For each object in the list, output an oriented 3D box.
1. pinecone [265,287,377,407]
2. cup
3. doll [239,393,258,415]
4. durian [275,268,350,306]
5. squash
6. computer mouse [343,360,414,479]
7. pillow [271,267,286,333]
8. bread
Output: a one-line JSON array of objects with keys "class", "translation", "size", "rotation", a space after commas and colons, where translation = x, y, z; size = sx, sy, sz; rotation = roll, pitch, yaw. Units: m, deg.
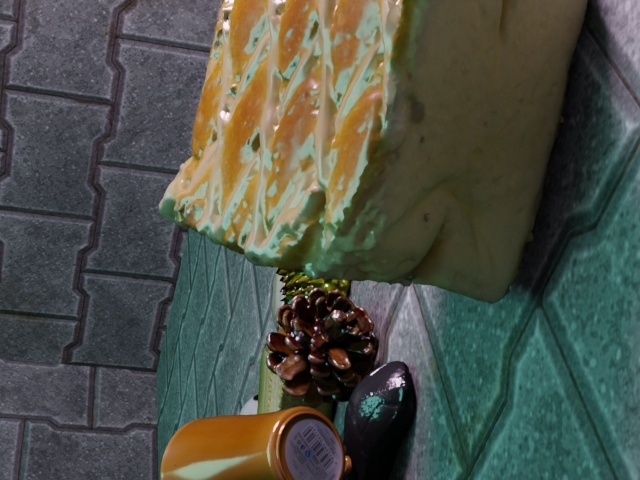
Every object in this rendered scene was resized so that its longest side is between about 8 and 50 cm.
[{"class": "pinecone", "translation": [0.001, 0.165, 1.646], "size": [0.179, 0.150, 0.195], "rotation": [44, 129, 13]}, {"class": "cup", "translation": [-0.077, 0.327, 1.512], "size": [0.264, 0.226, 0.182], "rotation": [-25, 61, 46]}, {"class": "doll", "translation": [-0.090, 0.364, 2.014], "size": [0.180, 0.110, 0.107], "rotation": [-112, 42, -61]}, {"class": "durian", "translation": [0.000, 0.000, 1.907], "size": [0.169, 0.158, 0.351], "rotation": [55, -151, -56]}, {"class": "squash", "translation": [-0.038, 0.321, 1.825], "size": [0.203, 0.111, 0.288], "rotation": [164, 110, -69]}, {"class": "computer mouse", "translation": [0.072, 0.265, 1.515], "size": [0.122, 0.074, 0.217], "rotation": [-103, 23, -52]}, {"class": "pillow", "translation": [-0.070, 0.084, 2.177], "size": [0.128, 0.051, 0.229], "rotation": [120, 155, -73]}, {"class": "bread", "translation": [0.052, -0.150, 1.178], "size": [0.371, 0.279, 0.390], "rotation": [21, 97, 49]}]
